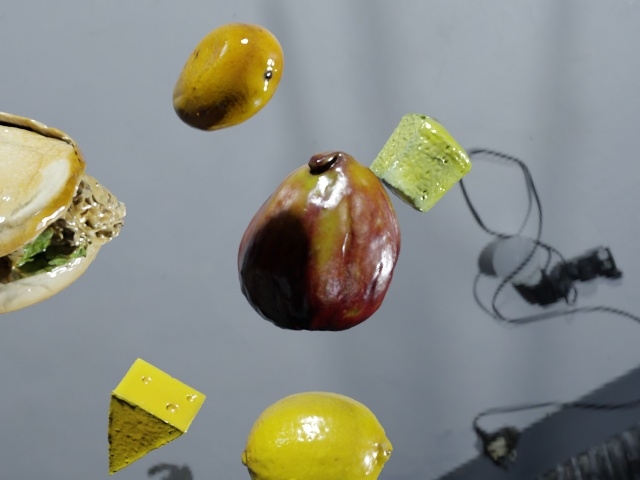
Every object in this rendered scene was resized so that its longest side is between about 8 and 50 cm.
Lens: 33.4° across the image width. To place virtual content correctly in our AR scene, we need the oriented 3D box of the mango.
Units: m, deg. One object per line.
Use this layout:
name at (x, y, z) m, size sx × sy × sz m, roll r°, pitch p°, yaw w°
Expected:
mango at (-0.111, -0.183, 1.233) m, size 0.165 × 0.115 × 0.089 m, roll -40°, pitch 143°, yaw 27°

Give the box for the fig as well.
fig at (0.002, 0.010, 1.465) m, size 0.224 × 0.224 × 0.263 m, roll 32°, pitch 114°, yaw -19°

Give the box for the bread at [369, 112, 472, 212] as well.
bread at (0.140, -0.107, 1.479) m, size 0.111 × 0.129 × 0.114 m, roll 42°, pitch 91°, yaw -13°

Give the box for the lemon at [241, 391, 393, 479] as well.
lemon at (-0.010, 0.405, 2.058) m, size 0.263 × 0.236 × 0.236 m, roll 19°, pitch 123°, yaw -8°

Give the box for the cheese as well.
cheese at (-0.278, 0.292, 1.667) m, size 0.126 × 0.093 × 0.171 m, roll 30°, pitch 123°, yaw -1°

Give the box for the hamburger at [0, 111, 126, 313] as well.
hamburger at (-0.344, -0.037, 1.093) m, size 0.286 × 0.243 × 0.146 m, roll -12°, pitch 135°, yaw -20°
